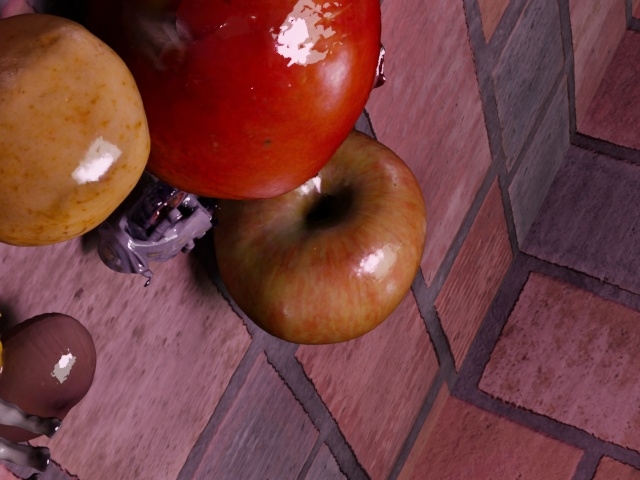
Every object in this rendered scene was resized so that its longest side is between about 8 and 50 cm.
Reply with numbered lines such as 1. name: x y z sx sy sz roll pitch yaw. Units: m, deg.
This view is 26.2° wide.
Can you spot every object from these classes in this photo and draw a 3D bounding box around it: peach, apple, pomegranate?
1. peach: -0.074 -0.177 1.275 0.281 0.281 0.338 -59 155 -23
2. apple: 0.000 0.000 1.639 0.264 0.264 0.264 -51 153 -39
3. pomegranate: -0.223 -0.092 1.107 0.196 0.196 0.196 -51 153 -39

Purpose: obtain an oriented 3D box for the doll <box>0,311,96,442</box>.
1. doll: -0.285 0.112 1.270 0.145 0.096 0.188 -37 141 -11

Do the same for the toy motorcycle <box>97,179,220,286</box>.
1. toy motorcycle: -0.167 -0.009 1.446 0.122 0.080 0.215 -42 172 -1

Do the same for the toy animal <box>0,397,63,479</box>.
1. toy animal: -0.306 0.160 1.173 0.090 0.170 0.255 -72 169 -53
